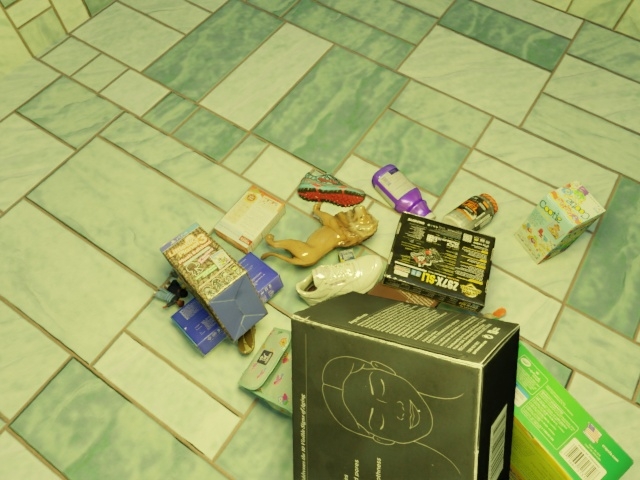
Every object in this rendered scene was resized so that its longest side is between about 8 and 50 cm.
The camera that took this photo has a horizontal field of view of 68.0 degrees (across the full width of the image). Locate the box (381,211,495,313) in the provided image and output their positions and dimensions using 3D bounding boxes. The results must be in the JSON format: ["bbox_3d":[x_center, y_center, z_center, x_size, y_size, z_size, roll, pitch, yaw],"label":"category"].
[{"bbox_3d":[0.386,0.066,1.542,0.322,0.079,0.257,16,64,7],"label":"box"}]

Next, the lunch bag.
[{"bbox_3d":[-0.099,0.405,1.457,0.262,0.160,0.223,22,66,23],"label":"lunch bag"}]

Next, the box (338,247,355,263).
[{"bbox_3d":[0.108,0.117,1.670,0.054,0.059,0.168,-12,62,-5],"label":"box"}]

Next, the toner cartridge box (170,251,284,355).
[{"bbox_3d":[-0.306,0.203,1.585,0.348,0.075,0.165,-41,52,-20],"label":"toner cartridge box"}]

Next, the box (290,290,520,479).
[{"bbox_3d":[0.193,0.415,1.156,0.472,0.479,0.297,7,12,35],"label":"box"}]

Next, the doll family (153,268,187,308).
[{"bbox_3d":[-0.482,0.157,1.634,0.111,0.076,0.193,28,69,9],"label":"doll family"}]

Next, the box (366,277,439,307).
[{"bbox_3d":[0.329,0.155,1.612,0.191,0.143,0.381,41,66,18],"label":"box"}]

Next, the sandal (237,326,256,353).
[{"bbox_3d":[-0.239,0.300,1.566,0.072,0.049,0.180,-15,47,7],"label":"sandal"}]

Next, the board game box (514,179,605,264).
[{"bbox_3d":[0.824,-0.057,1.658,0.142,0.275,0.144,-24,65,-13],"label":"board game box"}]

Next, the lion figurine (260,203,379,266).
[{"bbox_3d":[0.000,0.000,1.665,0.392,0.142,0.240,-39,51,-14],"label":"lion figurine"}]

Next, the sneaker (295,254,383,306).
[{"bbox_3d":[0.060,0.128,1.555,0.305,0.152,0.114,-28,54,14],"label":"sneaker"}]

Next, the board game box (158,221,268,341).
[{"bbox_3d":[-0.323,0.125,1.450,0.141,0.232,0.291,-38,52,-18],"label":"board game box"}]

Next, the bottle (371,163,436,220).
[{"bbox_3d":[0.321,-0.166,1.811,0.118,0.092,0.283,-34,67,-17],"label":"bottle"}]

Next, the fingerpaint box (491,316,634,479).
[{"bbox_3d":[0.533,0.475,1.306,0.163,0.371,0.444,-33,66,-17],"label":"fingerpaint box"}]

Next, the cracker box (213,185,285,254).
[{"bbox_3d":[-0.259,-0.076,1.765,0.156,0.067,0.232,31,64,16],"label":"cracker box"}]

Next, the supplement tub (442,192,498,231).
[{"bbox_3d":[0.558,-0.090,1.761,0.190,0.117,0.117,-34,67,-18],"label":"supplement tub"}]

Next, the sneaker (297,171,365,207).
[{"bbox_3d":[0.048,-0.212,1.826,0.262,0.104,0.125,10,60,4],"label":"sneaker"}]

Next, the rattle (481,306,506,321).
[{"bbox_3d":[0.525,0.297,1.598,0.130,0.143,0.199,51,51,-11],"label":"rattle"}]
